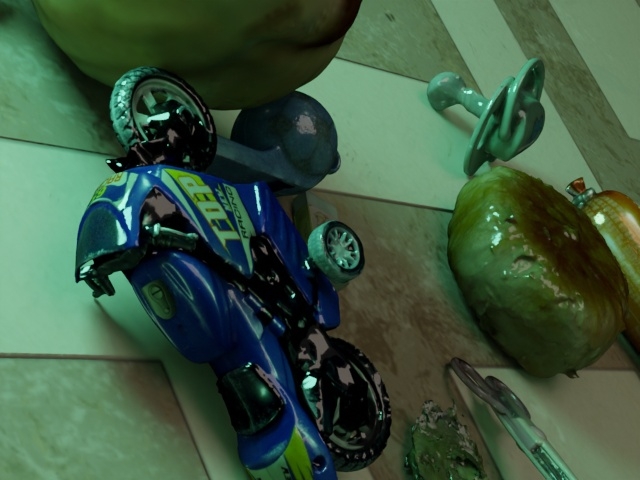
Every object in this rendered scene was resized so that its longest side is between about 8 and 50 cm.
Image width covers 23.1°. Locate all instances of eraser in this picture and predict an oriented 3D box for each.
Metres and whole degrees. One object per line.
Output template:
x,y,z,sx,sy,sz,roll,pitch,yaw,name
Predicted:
0.000,0.000,1.220,0.038,0.019,0.083,28,36,-33,eraser

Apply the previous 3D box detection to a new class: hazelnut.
-0.084,-0.215,1.100,0.261,0.261,0.241,15,52,-47,hazelnut

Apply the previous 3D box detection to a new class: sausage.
0.339,0.069,1.549,0.312,0.093,0.093,54,29,7,sausage

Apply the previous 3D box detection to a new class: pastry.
0.193,0.021,1.393,0.182,0.093,0.192,43,30,-10,pastry

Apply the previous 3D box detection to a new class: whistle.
-0.041,-0.079,1.186,0.158,0.090,0.090,20,41,-42,whistle

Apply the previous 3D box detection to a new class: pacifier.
0.159,-0.133,1.524,0.116,0.127,0.150,32,32,16,pacifier

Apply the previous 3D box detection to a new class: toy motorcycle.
-0.061,0.038,1.005,0.315,0.113,0.169,58,39,-5,toy motorcycle

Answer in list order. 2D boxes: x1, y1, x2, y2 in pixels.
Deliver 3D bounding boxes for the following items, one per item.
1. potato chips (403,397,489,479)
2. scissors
0.147,0.218,1.169,0.220,0.029,0.202,40,31,-21,potato chips
0.162,0.153,1.224,0.085,0.022,0.176,31,14,-39,scissors
